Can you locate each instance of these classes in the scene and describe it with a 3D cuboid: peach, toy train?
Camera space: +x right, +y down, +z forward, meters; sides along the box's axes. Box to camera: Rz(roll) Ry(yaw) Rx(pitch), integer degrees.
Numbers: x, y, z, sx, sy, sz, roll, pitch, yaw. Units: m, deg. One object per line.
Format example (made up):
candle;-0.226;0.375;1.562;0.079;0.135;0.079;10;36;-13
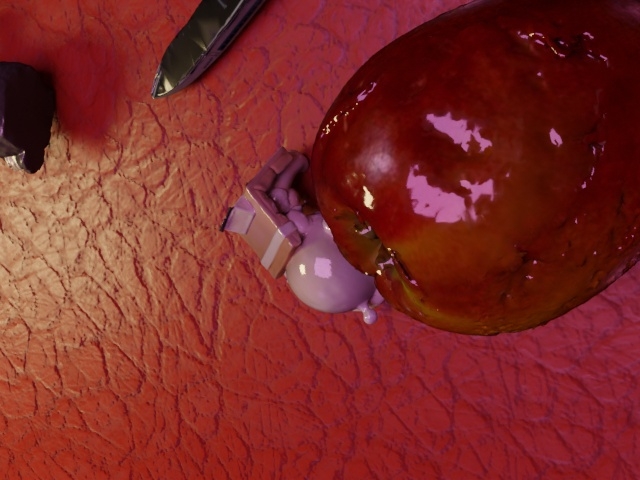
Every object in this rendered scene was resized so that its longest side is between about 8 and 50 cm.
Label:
peach;0.214;-0.088;0.974;0.417;0.353;0.339;-31;95;-15
toy train;-0.139;-0.270;1.212;0.252;0.048;0.055;-43;72;32

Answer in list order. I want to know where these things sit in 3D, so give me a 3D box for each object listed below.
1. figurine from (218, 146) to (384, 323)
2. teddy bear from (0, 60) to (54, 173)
figurine;-0.002;0.002;1.172;0.237;0.141;0.162;40;143;9
teddy bear;-0.495;-0.206;1.348;0.251;0.144;0.171;16;87;20
